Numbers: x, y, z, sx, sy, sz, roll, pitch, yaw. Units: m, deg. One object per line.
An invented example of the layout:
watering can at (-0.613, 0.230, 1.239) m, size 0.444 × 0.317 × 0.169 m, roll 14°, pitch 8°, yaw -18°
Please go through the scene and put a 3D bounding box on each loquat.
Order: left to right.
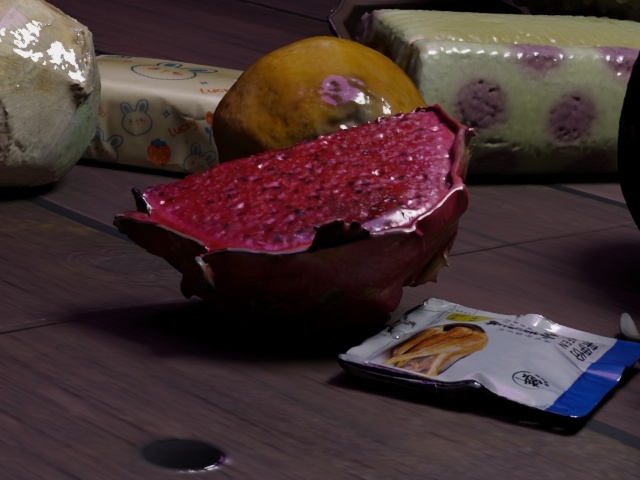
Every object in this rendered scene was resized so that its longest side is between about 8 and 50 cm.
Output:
loquat at (0.007, -0.082, 1.639) m, size 0.187 × 0.176 × 0.234 m, roll -13°, pitch 13°, yaw -2°

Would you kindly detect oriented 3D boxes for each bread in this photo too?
bread at (0.203, -0.145, 1.953) m, size 0.338 × 0.155 × 0.187 m, roll 1°, pitch 23°, yaw -24°

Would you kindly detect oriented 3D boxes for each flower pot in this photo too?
flower pot at (0.125, -0.184, 2.124) m, size 0.250 × 0.084 × 0.179 m, roll -6°, pitch 51°, yaw -27°

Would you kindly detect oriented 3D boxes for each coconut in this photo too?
coconut at (-0.279, -0.133, 1.718) m, size 0.194 × 0.194 × 0.194 m, roll 4°, pitch 15°, yaw -1°

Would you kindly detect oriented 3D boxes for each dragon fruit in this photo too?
dragon fruit at (0.003, 0.011, 1.381) m, size 0.274 × 0.126 × 0.161 m, roll -17°, pitch 28°, yaw -18°

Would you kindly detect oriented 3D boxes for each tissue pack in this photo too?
tissue pack at (-0.149, -0.122, 1.877) m, size 0.196 × 0.092 × 0.148 m, roll 7°, pitch 15°, yaw 12°

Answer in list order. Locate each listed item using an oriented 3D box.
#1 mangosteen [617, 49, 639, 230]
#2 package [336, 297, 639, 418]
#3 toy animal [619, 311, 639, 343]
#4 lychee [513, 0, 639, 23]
mangosteen at (0.388, -0.091, 1.543) m, size 0.300 × 0.300 × 0.300 m, roll 4°, pitch 15°, yaw -1°
package at (0.120, 0.079, 1.324) m, size 0.173 × 0.027 × 0.171 m, roll 10°, pitch 15°, yaw 22°
toy animal at (0.278, 0.042, 1.338) m, size 0.219 × 0.095 × 0.155 m, roll 13°, pitch -11°, yaw 46°
lychee at (0.323, -0.397, 2.120) m, size 0.380 × 0.380 × 0.432 m, roll 15°, pitch 12°, yaw 35°
